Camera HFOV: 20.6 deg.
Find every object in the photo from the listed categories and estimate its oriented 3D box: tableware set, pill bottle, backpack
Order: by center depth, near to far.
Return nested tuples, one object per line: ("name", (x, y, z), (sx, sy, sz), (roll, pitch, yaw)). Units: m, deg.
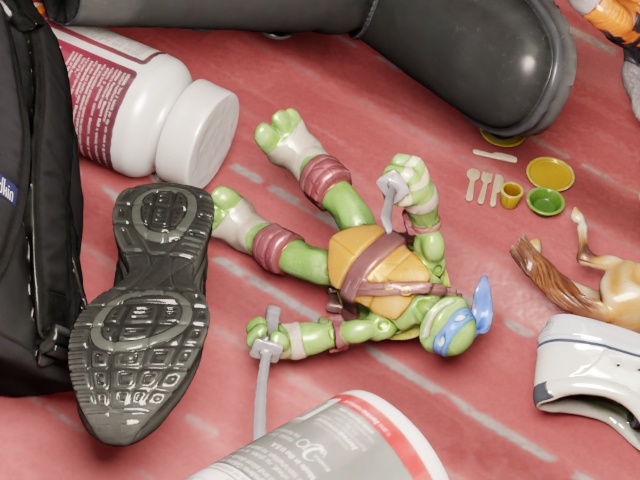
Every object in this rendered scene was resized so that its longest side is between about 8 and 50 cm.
("pill bottle", (-0.050, 0.240, 1.296), (0.283, 0.161, 0.161), (-27, 56, -28))
("backpack", (-0.321, -0.070, 1.459), (0.273, 0.290, 0.355), (-7, 66, 33))
("pill bottle", (-0.196, -0.132, 1.652), (0.221, 0.121, 0.121), (24, 49, 14))
("tableware set", (0.202, -0.084, 1.727), (0.104, 0.024, 0.154), (13, 46, 5))

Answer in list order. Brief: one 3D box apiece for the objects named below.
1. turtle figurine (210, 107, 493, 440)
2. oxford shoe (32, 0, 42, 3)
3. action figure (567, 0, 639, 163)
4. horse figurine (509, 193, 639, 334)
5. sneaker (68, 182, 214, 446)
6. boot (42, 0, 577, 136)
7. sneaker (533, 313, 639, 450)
("turtle figurine", (0.000, 0.000, 1.493), (0.275, 0.198, 0.266), (-14, 40, -39))
("oxford shoe", (-0.359, -0.171, 1.708), (0.098, 0.097, 0.271), (5, 42, 38))
("action figure", (0.368, -0.257, 1.714), (0.341, 0.330, 0.178), (-47, 56, -7))
("horse figurine", (0.303, 0.026, 1.609), (0.263, 0.066, 0.174), (-12, 44, -21))
("sneaker", (-0.136, 0.076, 1.452), (0.109, 0.130, 0.286), (6, 38, 6))
("boot", (-0.030, -0.227, 1.649), (0.445, 0.146, 0.367), (6, 24, -30))
("sneaker", (0.304, 0.143, 1.498), (0.258, 0.094, 0.091), (14, 68, 9))
